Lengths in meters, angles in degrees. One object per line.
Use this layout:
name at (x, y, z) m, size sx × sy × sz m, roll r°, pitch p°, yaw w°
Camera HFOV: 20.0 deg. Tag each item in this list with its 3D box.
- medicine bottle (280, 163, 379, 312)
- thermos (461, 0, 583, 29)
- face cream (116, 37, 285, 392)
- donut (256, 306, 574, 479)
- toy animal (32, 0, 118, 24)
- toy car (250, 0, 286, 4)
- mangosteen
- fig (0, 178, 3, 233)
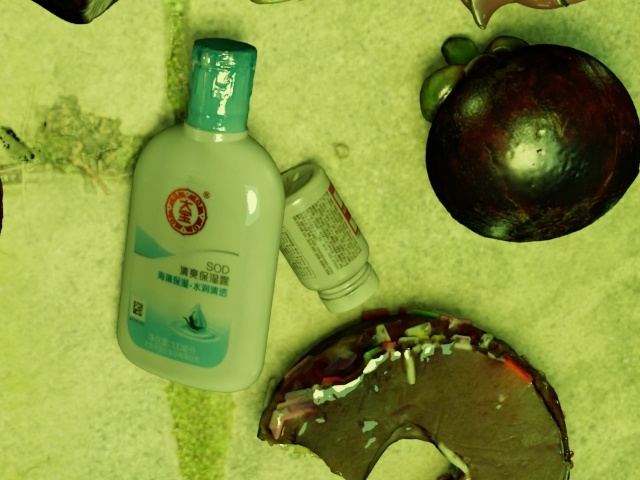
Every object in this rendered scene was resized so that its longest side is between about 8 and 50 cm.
medicine bottle at (0.000, 0.000, 1.807) m, size 0.079 × 0.079 × 0.140 m, roll -32°, pitch 112°, yaw 0°
thermos at (0.278, -0.306, 1.714) m, size 0.330 × 0.109 × 0.136 m, roll -17°, pitch 101°, yaw 16°
face cream at (-0.110, -0.026, 1.749) m, size 0.163 × 0.080 × 0.336 m, roll 17°, pitch 110°, yaw 23°
donut at (0.115, 0.202, 1.877) m, size 0.259 × 0.136 × 0.345 m, roll -44°, pitch 113°, yaw 3°
toy animal at (-0.262, -0.350, 1.549) m, size 0.310 × 0.251 × 0.251 m, roll 42°, pitch 96°, yaw -5°
toy car at (-0.050, -0.347, 1.653) m, size 0.101 × 0.124 × 0.256 m, roll -16°, pitch 102°, yaw -10°
mangosteen at (0.204, -0.105, 1.761) m, size 0.216 × 0.216 × 0.216 m, roll -4°, pitch 110°, yaw -11°
fig at (-0.410, -0.011, 1.639) m, size 0.263 × 0.224 × 0.224 m, roll -8°, pitch 112°, yaw -29°
